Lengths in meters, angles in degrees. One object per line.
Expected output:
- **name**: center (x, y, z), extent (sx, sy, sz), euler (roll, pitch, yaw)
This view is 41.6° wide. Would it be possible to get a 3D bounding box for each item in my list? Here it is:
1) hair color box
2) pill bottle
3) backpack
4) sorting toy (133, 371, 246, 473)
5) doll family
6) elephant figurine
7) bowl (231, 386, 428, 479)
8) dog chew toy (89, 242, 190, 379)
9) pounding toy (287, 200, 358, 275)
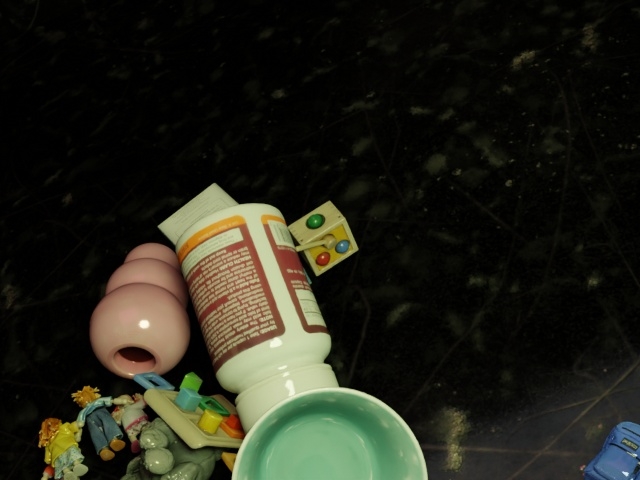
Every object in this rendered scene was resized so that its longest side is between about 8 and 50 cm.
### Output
- **hair color box**: center (-0.196, 0.030, 1.869), extent (0.174, 0.105, 0.347), euler (-39, 48, -11)
- **pill bottle**: center (-0.113, 0.149, 1.578), extent (0.224, 0.224, 0.392), euler (-23, 69, 3)
- **backpack**: center (0.489, 0.349, 1.328), extent (0.098, 0.101, 0.120), euler (32, 64, 31)
- **sorting toy**: center (-0.205, 0.325, 1.573), extent (0.348, 0.196, 0.047), euler (33, 100, 38)
- **doll family**: center (-0.464, 0.377, 1.672), extent (0.263, 0.118, 0.163), euler (-36, 47, -10)
- **elephant figurine**: center (-0.311, 0.452, 1.536), extent (0.239, 0.186, 0.169), euler (-55, 7, 21)
- **bowl**: center (0.007, 0.395, 1.389), extent (0.312, 0.163, 0.311), euler (1, 83, -7)
- **dog chew toy**: center (-0.372, 0.134, 1.800), extent (0.207, 0.206, 0.331), euler (-13, 39, 11)
- **pounding toy**: center (0.000, 0.000, 1.792), extent (0.130, 0.141, 0.100), euler (-33, 47, -7)
